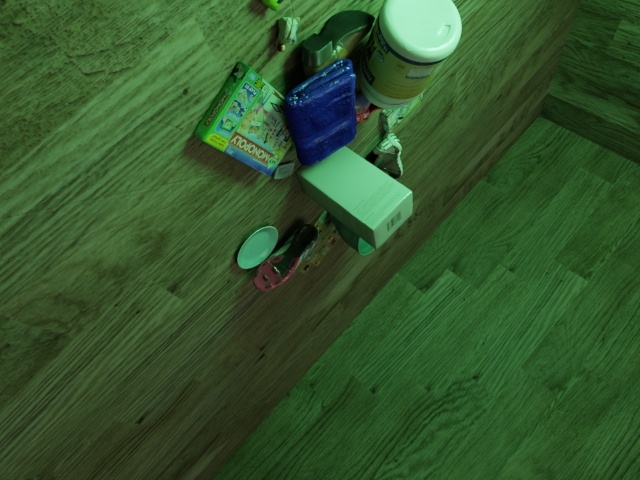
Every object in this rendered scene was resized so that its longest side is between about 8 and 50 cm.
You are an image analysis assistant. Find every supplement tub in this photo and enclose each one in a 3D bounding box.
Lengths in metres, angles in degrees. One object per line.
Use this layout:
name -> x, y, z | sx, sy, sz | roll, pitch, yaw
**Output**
supplement tub -> 0.245, -0.549, 1.312 | 0.228, 0.228, 0.316 | -44, 177, -16

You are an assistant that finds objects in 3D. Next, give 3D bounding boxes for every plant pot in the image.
plant pot -> 0.165, -0.112, 1.874 | 0.293, 0.196, 0.292 | -42, 149, -32

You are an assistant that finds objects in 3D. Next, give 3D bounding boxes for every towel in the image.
towel -> 0.017, -0.357, 1.308 | 0.228, 0.076, 0.308 | -37, 158, -9

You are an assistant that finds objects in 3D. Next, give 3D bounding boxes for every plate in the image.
plate -> -0.231, 0.021, 1.616 | 0.188, 0.024, 0.188 | -38, 152, -24

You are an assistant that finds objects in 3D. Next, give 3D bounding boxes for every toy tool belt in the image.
toy tool belt -> -0.077, -0.515, 1.117 | 0.051, 0.052, 0.083 | -20, 142, -35

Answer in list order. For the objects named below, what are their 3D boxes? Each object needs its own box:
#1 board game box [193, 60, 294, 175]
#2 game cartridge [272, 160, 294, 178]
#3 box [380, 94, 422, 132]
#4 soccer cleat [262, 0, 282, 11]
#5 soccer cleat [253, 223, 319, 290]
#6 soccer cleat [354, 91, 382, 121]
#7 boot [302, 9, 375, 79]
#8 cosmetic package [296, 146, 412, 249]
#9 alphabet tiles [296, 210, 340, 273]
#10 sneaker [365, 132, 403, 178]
board game box -> -0.176, -0.316, 1.227 | 0.213, 0.046, 0.317 | -55, 155, 8
game cartridge -> -0.123, -0.230, 1.467 | 0.083, 0.017, 0.055 | -23, 140, -45
box -> 0.323, -0.538, 1.769 | 0.207, 0.036, 0.114 | -48, 155, -6
soccer cleat -> -0.070, -0.606, 1.008 | 0.179, 0.060, 0.072 | -49, 165, 11
soccer cleat -> -0.127, 0.073, 1.745 | 0.331, 0.116, 0.143 | -46, 176, -10
soccer cleat -> 0.106, -0.421, 1.495 | 0.248, 0.095, 0.083 | -40, 153, -23
boot -> 0.053, -0.498, 1.313 | 0.264, 0.096, 0.280 | -50, 161, -23
cosmetic package -> 0.116, -0.167, 1.536 | 0.197, 0.366, 0.155 | -43, 152, -11
alphabet tiles -> 0.000, 0.000, 1.987 | 0.342, 0.011, 0.285 | -52, 155, 1
sneaker -> 0.259, -0.328, 1.902 | 0.163, 0.106, 0.281 | -33, 152, -5
